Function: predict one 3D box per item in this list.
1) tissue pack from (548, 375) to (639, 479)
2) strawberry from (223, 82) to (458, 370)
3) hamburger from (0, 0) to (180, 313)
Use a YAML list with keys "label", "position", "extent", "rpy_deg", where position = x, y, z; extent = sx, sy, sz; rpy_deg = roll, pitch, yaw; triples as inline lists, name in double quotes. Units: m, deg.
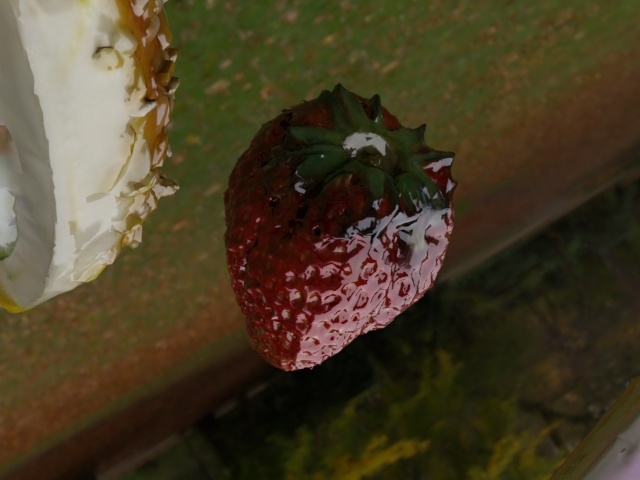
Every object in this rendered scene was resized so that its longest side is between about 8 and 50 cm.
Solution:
- label: "tissue pack"
  position: [0.286, 0.260, 1.230]
  extent: [0.225, 0.185, 0.124]
  rpy_deg: [-46, 178, -14]
- label: "strawberry"
  position: [0.000, 0.000, 1.463]
  extent: [0.250, 0.238, 0.288]
  rpy_deg: [-19, 150, -38]
- label: "hamburger"
  position: [-0.191, -0.078, 0.522]
  extent: [0.225, 0.291, 0.291]
  rpy_deg: [-27, 173, -29]
